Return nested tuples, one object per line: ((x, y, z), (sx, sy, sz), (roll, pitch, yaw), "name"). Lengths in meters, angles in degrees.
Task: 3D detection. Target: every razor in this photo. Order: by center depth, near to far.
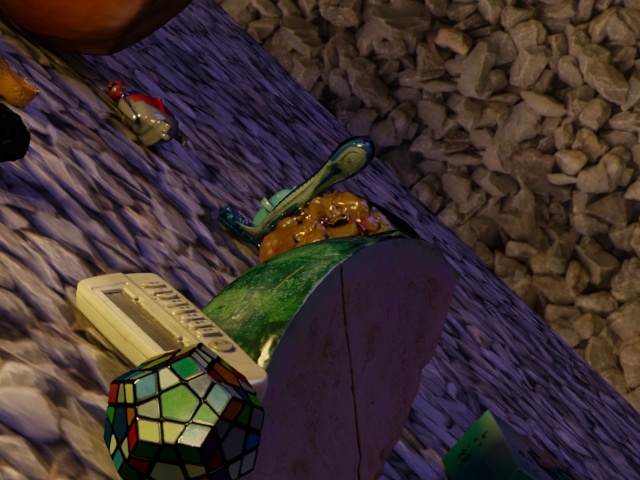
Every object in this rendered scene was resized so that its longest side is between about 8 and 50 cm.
((-0.029, -0.050, 2.119), (0.093, 0.324, 0.056), (39, 55, -13), "razor")

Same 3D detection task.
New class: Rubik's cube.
((-0.110, 0.147, 1.337), (0.112, 0.133, 0.133), (7, 27, -27), "Rubik's cube")

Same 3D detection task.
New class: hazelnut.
((-0.342, -0.421, 2.319), (0.372, 0.315, 0.372), (11, 23, -5), "hazelnut")

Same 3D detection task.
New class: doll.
((-0.244, -0.174, 2.304), (0.104, 0.062, 0.194), (55, -7, -34), "doll")

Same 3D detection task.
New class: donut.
((-0.375, -0.192, 1.971), (0.083, 0.038, 0.067), (38, 8, -44), "donut")

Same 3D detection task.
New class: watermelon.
((-0.042, 0.110, 1.668), (0.222, 0.319, 0.292), (6, -21, 37), "watermelon")

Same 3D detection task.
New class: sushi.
((0.021, 0.050, 2.025), (0.200, 0.213, 0.204), (19, -9, 14), "sushi")

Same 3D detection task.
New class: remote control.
((-0.134, 0.094, 1.502), (0.090, 0.049, 0.230), (-8, 29, -33), "remote control")

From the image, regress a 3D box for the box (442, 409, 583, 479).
((0.277, 0.329, 2.014), (0.245, 0.092, 0.153), (37, 11, -22), "box")

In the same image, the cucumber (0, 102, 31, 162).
((-0.379, -0.130, 1.610), (0.081, 0.072, 0.303), (48, 12, 35), "cucumber")

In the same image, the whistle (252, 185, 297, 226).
((0.000, 0.000, 2.385), (0.274, 0.093, 0.186), (35, 12, -46), "whistle")
